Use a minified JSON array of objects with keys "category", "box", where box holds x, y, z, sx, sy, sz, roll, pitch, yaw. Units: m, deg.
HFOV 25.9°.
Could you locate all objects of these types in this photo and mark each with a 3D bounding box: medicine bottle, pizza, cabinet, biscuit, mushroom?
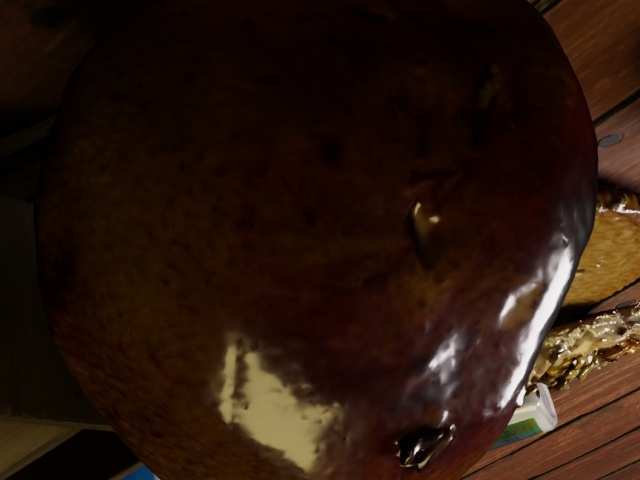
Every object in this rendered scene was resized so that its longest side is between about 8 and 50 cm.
[{"category":"medicine bottle","box":[0.156,0.211,1.590,0.219,0.078,0.115,-21,157,13]},{"category":"pizza","box":[0.244,0.112,1.377,0.226,0.069,0.147,-12,174,-43]},{"category":"cabinet","box":[-0.194,0.083,0.847,0.215,0.148,0.175,13,144,-42]},{"category":"biscuit","box":[0.167,0.026,1.246,0.305,0.038,0.305,-13,158,-5]},{"category":"mushroom","box":[0.000,0.000,0.807,0.345,0.345,0.259,-2,-174,-26]}]

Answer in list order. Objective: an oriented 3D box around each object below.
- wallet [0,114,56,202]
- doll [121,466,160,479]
[{"category":"wallet","box":[-0.144,0.010,0.999,0.223,0.077,0.309,-26,155,15]},{"category":"doll","box":[-0.209,0.227,1.319,0.215,0.161,0.257,-37,176,-21]}]
